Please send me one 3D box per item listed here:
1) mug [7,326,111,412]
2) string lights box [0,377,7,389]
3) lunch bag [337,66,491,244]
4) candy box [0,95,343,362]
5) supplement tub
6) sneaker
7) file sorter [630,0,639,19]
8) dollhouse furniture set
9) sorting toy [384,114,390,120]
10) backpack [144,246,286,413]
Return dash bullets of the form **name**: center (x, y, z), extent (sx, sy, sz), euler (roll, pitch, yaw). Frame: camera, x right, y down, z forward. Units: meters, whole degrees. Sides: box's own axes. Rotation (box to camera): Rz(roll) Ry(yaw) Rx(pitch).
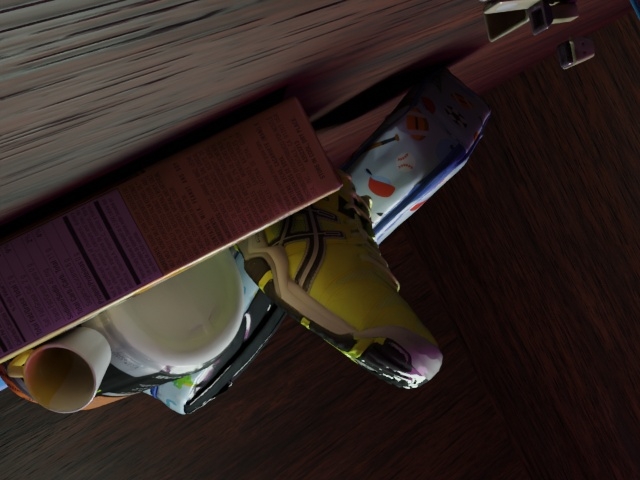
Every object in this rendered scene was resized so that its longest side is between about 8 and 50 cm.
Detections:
- **mug**: center (-0.218, 0.101, 0.639), extent (0.062, 0.078, 0.064), euler (-58, -176, 17)
- **string lights box**: center (-0.467, 0.152, 1.098), extent (0.260, 0.076, 0.133), euler (-28, -152, -13)
- **lunch bag**: center (0.104, -0.099, 0.997), extent (0.243, 0.115, 0.303), euler (-47, 179, 32)
- **candy box**: center (-0.151, -0.006, 0.632), extent (0.317, 0.087, 0.183), euler (-28, -176, -6)
- **supplement tub**: center (-0.255, 0.093, 0.884), extent (0.316, 0.193, 0.194), euler (-24, -176, 41)
- **sneaker**: center (0.000, 0.000, 0.770), extent (0.147, 0.145, 0.385), euler (-46, -132, -1)
- **file sorter**: center (0.316, -0.235, 0.577), extent (0.170, 0.104, 0.118), euler (-30, -176, -41)
- **dollhouse furniture set**: center (0.150, -0.172, 0.611), extent (0.081, 0.090, 0.114), euler (-12, -179, -17)
- **sorting toy**: center (0.174, -0.231, 1.432), extent (0.102, 0.061, 0.042), euler (10, -128, 21)
- **backpack**: center (-0.158, 0.083, 1.121), extent (0.290, 0.274, 0.355), euler (93, 16, -87)
